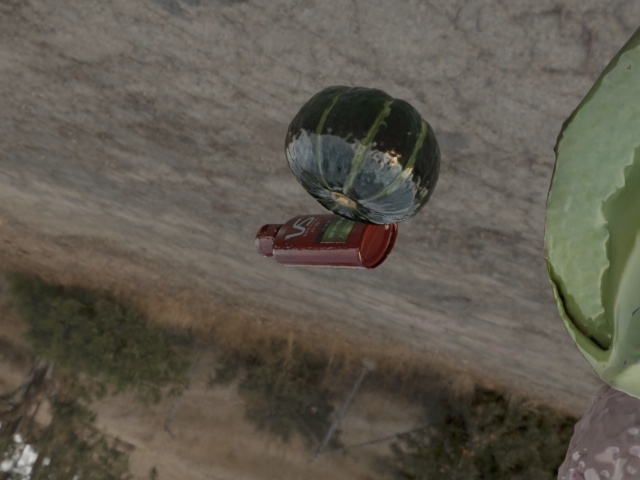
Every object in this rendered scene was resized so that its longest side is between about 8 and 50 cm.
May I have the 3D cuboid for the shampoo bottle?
[{"bbox_3d":[0.000,0.000,1.473,0.314,0.118,0.076,0,141,49],"label":"shampoo bottle"}]

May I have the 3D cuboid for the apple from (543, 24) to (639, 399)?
[{"bbox_3d":[0.215,-0.017,0.374,0.207,0.174,0.188,37,131,3],"label":"apple"}]

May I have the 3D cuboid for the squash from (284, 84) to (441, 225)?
[{"bbox_3d":[0.068,-0.129,1.255,0.252,0.165,0.252,22,163,7],"label":"squash"}]

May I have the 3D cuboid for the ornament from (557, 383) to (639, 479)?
[{"bbox_3d":[0.323,0.217,0.639,0.260,0.259,0.225,23,156,-4],"label":"ornament"}]
